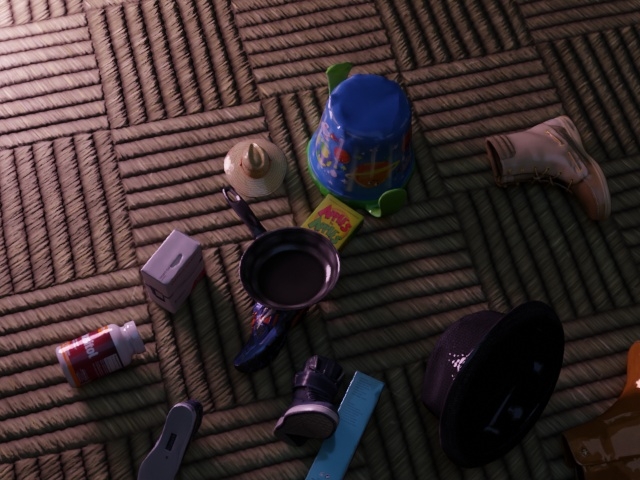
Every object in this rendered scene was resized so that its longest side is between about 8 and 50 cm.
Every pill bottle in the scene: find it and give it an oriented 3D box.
[{"bbox_3d":[-0.412,0.210,1.655,0.152,0.086,0.086,-24,68,-14],"label":"pill bottle"}]

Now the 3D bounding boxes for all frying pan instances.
[{"bbox_3d":[-0.112,0.032,1.725,0.326,0.053,0.197,26,59,22],"label":"frying pan"}]

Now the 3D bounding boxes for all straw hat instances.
[{"bbox_3d":[-0.137,-0.170,1.862,0.145,0.061,0.144,1,65,-2],"label":"straw hat"}]

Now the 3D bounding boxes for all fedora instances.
[{"bbox_3d":[0.298,0.245,1.619,0.334,0.334,0.152,-41,40,-19],"label":"fedora"}]

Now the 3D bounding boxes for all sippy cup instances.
[{"bbox_3d":[0.091,-0.217,1.808,0.305,0.224,0.240,34,67,13],"label":"sippy cup"}]

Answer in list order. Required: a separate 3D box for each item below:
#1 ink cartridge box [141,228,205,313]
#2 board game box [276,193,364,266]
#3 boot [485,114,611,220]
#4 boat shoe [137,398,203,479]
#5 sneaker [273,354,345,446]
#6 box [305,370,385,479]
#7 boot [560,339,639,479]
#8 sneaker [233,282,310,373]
[{"bbox_3d":[-0.282,0.060,1.696,0.063,0.150,0.109,31,67,11],"label":"ink cartridge box"},{"bbox_3d":[0.000,0.000,1.799,0.092,0.043,0.181,34,68,13],"label":"board game box"},{"bbox_3d":[0.480,-0.136,1.860,0.204,0.095,0.262,-15,65,-10],"label":"boot"},{"bbox_3d":[-0.267,0.377,1.601,0.065,0.083,0.183,27,93,10],"label":"boat shoe"},{"bbox_3d":[-0.002,0.275,1.575,0.086,0.226,0.163,35,63,-8],"label":"sneaker"},{"bbox_3d":[0.039,0.367,1.597,0.060,0.100,0.244,24,65,9],"label":"box"},{"bbox_3d":[0.550,0.337,1.637,0.211,0.104,0.295,-6,69,-6],"label":"boot"},{"bbox_3d":[-0.103,0.166,1.705,0.087,0.083,0.221,27,58,19],"label":"sneaker"}]
